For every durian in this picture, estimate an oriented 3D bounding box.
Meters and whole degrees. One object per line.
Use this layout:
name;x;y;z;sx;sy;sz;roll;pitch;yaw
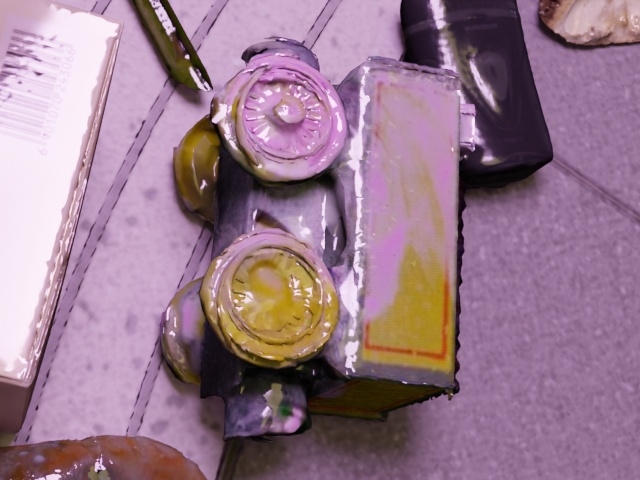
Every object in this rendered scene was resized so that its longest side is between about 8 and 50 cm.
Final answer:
durian;0.223;-0.184;1.039;0.130;0.052;0.066;-6;80;-21

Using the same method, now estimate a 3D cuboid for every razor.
razor;0.110;-0.110;0.977;0.090;0.054;0.148;-10;80;-21

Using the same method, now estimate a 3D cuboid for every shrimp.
shrimp;-0.166;0.179;0.812;0.223;0.047;0.126;0;86;-21

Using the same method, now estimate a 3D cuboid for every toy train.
toy train;0.000;0.000;0.866;0.177;0.134;0.261;9;73;-17

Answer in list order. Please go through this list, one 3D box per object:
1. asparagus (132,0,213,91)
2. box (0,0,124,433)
asparagus;-0.128;-0.201;0.934;0.034;0.027;0.236;-19;82;-28
box;-0.185;-0.012;0.786;0.095;0.168;0.212;15;71;-11
